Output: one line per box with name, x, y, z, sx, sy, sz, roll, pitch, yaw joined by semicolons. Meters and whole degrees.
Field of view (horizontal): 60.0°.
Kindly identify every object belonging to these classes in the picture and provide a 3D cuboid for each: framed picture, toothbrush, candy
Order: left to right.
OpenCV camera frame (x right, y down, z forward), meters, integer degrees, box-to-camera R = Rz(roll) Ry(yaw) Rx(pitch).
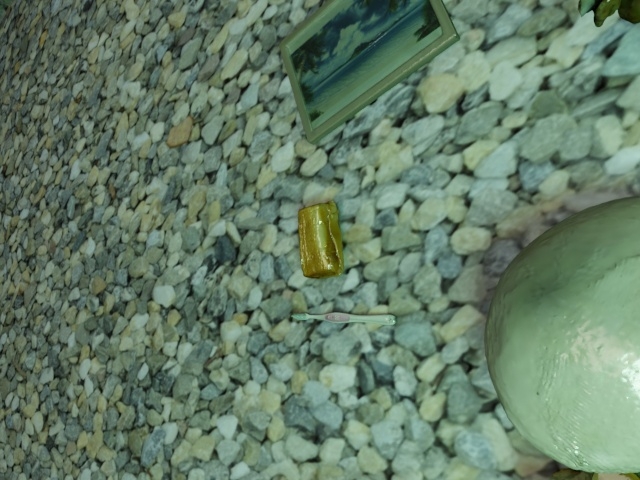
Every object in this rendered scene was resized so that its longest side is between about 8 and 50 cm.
toothbrush;0.036;0.127;0.911;0.204;0.022;0.017;-4;83;37
framed picture;0.065;-0.342;0.957;0.315;0.024;0.231;-31;65;34
candy;0.289;0.082;0.553;0.295;0.185;0.295;-43;28;30

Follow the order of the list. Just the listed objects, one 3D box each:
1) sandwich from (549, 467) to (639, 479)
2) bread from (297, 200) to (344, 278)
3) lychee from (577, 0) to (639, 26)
sandwich;0.303;0.340;0.591;0.186;0.108;0.220;46;115;35
bread;0.000;0.000;0.939;0.074;0.053;0.132;-20;70;41
lychee;0.419;-0.295;0.496;0.320;0.270;0.269;-16;73;46
